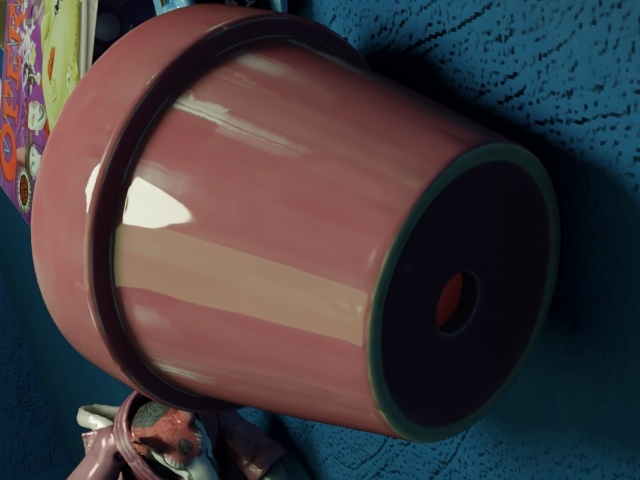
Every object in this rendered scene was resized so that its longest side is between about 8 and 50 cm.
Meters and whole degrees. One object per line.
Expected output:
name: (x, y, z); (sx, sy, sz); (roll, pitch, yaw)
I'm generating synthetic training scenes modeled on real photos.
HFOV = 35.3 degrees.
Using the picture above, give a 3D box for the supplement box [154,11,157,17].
supplement box: (-0.162, -0.177, 0.820); (0.083, 0.056, 0.083); (36, 142, 52)

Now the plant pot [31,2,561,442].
plant pot: (0.000, 0.000, 0.464); (0.180, 0.201, 0.201); (19, 130, 41)

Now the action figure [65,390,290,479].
action figure: (-0.129, 0.210, 0.977); (0.370, 0.248, 0.275); (100, 160, -58)

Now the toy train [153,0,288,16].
toy train: (-0.066, -0.152, 0.602); (0.105, 0.080, 0.184); (-129, 23, -56)

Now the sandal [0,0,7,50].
sandal: (-0.305, -0.299, 1.003); (0.079, 0.088, 0.240); (-81, -17, -82)

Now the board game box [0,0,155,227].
board game box: (-0.180, -0.169, 0.732); (0.208, 0.056, 0.347); (42, 127, 53)

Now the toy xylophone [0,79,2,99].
toy xylophone: (-0.405, -0.261, 1.266); (0.236, 0.081, 0.322); (13, 123, 64)
